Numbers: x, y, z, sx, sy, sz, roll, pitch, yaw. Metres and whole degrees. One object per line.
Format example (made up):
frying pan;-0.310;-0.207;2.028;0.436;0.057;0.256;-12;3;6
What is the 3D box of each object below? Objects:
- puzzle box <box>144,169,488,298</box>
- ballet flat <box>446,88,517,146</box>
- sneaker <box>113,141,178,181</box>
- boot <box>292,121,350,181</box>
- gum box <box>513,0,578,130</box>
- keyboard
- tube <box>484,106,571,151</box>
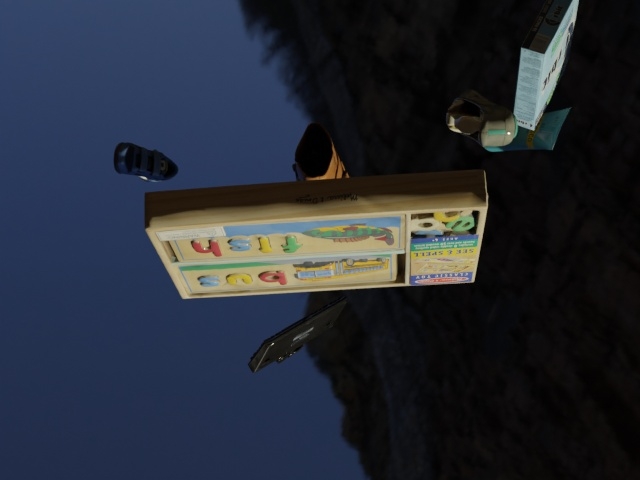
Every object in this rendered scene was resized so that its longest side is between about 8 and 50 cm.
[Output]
puzzle box;0.000;0.000;1.492;0.409;0.272;0.052;-4;-111;3
ballet flat;0.223;-0.184;1.746;0.068;0.072;0.213;-8;-164;-13
sneaker;-0.281;-0.126;1.876;0.059;0.053;0.144;6;178;23
boot;-0.005;-0.110;1.943;0.109;0.220;0.283;-11;-136;7
gum box;0.351;-0.288;1.821;0.041;0.184;0.157;22;-118;16
keyboard;-0.038;0.147;1.800;0.180;0.108;0.023;-26;-114;-40
tube;0.349;-0.183;1.994;0.052;0.080;0.207;25;170;-23
